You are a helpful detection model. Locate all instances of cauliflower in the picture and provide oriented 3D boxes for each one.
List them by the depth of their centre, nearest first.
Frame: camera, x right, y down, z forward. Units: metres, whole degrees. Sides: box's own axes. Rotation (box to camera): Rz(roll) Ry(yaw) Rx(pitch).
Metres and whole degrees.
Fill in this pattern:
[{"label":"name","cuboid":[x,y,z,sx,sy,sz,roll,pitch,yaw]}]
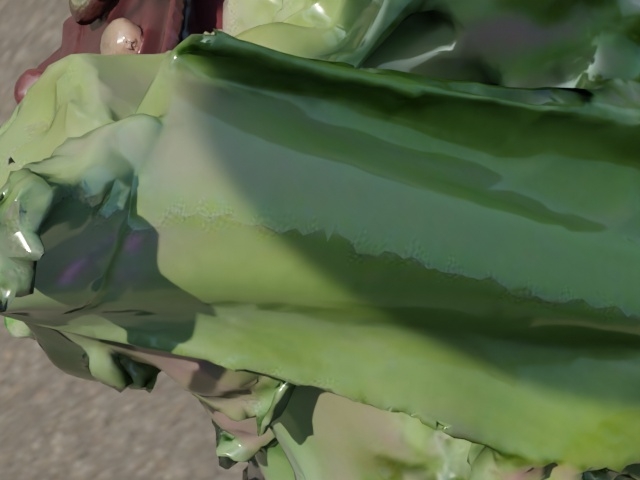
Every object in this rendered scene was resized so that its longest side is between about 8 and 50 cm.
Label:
[{"label":"cauliflower","cuboid":[0.000,0.000,0.510,0.315,0.256,0.239,10,38,-48]}]

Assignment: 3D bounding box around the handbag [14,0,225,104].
[{"label":"handbag","cuboid":[-0.105,-0.076,1.051,0.074,0.203,0.216,22,46,-24]}]
